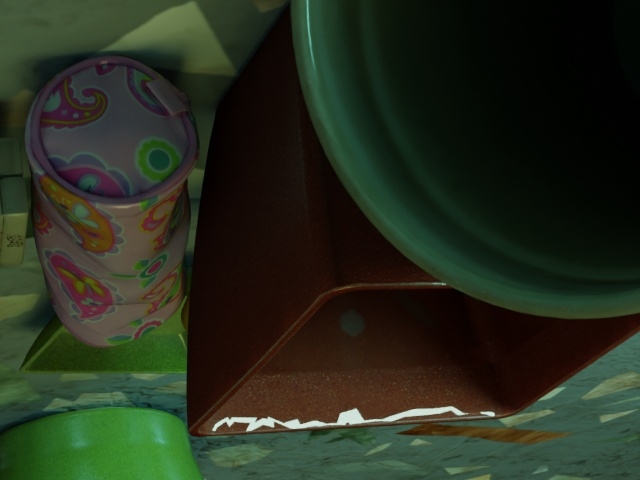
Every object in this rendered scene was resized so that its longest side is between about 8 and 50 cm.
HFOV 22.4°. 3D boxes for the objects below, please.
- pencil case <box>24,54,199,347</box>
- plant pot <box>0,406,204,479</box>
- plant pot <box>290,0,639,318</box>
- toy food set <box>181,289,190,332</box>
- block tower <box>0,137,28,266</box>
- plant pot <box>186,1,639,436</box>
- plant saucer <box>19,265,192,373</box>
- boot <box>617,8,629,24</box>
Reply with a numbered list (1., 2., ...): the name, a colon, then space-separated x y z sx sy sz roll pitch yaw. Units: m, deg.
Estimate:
1. pencil case: -0.149 -0.021 1.178 0.124 0.124 0.284 -7 157 -9
2. plant pot: -0.239 0.383 1.784 0.367 0.353 0.366 -10 157 -4
3. plant pot: 0.191 -0.134 0.883 0.323 0.323 0.280 -26 170 33
4. toy food set: 0.000 0.000 1.300 0.232 0.111 0.104 -9 157 -19
5. block tower: -0.373 -0.025 1.093 0.335 0.091 0.097 -4 156 -15
6. plant pot: 0.054 -0.025 1.104 0.267 0.235 0.267 -1 155 -25
7. plant saucer: -0.158 0.068 1.475 0.188 0.045 0.188 3 154 -31
8. boot: 0.285 -0.117 1.175 0.262 0.095 0.203 0 155 -20
